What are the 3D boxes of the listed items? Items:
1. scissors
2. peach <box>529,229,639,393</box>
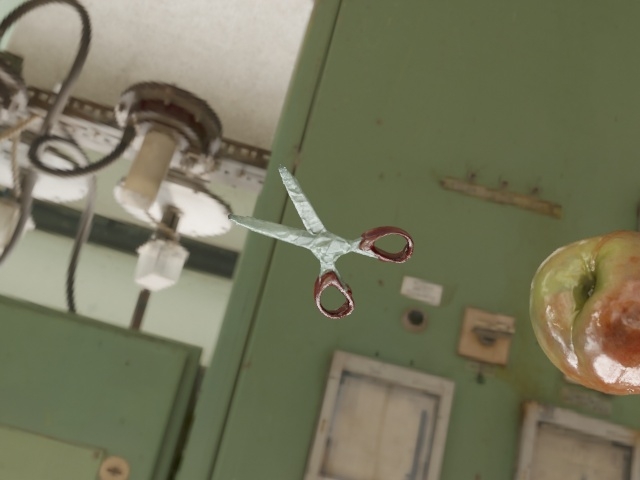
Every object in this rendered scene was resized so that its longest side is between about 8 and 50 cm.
[{"bbox_3d":[0.000,0.000,1.063,0.144,0.017,0.247,-44,135,9],"label":"scissors"},{"bbox_3d":[0.383,0.096,1.171,0.232,0.233,0.232,11,154,5],"label":"peach"}]
